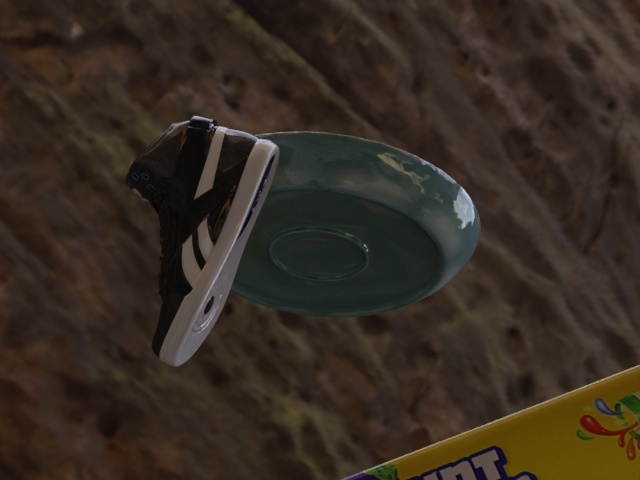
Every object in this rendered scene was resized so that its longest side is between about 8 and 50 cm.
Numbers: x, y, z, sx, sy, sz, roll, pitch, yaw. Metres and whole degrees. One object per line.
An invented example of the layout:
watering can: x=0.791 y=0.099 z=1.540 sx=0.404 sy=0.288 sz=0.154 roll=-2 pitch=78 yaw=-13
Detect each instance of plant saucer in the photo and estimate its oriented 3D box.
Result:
plant saucer: x=0.000 y=0.000 z=1.354 sx=0.317 sy=0.044 sz=0.318 roll=4 pitch=-31 yaw=2

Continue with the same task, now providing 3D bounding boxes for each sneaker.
sneaker: x=-0.130 y=-0.006 z=1.208 sx=0.121 sy=0.217 sz=0.079 roll=22 pitch=-9 yaw=11

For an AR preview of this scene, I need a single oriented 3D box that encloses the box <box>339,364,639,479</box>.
box: x=0.105 y=0.211 z=0.744 sx=0.279 sy=0.289 sz=0.177 roll=96 pitch=-27 yaw=-68
